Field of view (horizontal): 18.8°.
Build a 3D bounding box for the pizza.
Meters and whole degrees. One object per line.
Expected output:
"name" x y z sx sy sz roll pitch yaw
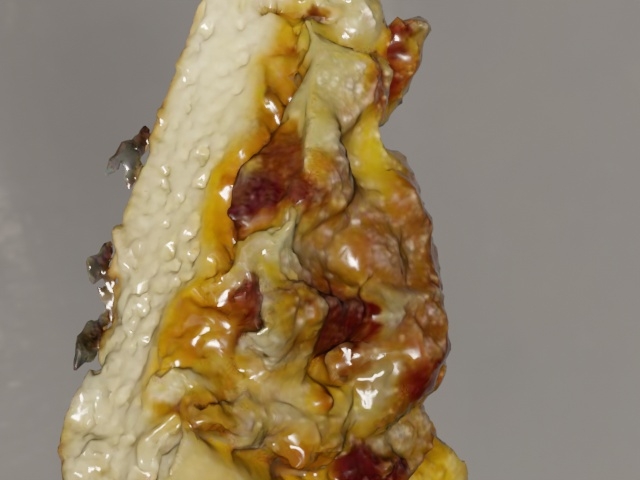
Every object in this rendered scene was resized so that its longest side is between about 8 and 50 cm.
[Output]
"pizza" 0.000 0.000 0.560 0.154 0.069 0.194 5 86 -46
